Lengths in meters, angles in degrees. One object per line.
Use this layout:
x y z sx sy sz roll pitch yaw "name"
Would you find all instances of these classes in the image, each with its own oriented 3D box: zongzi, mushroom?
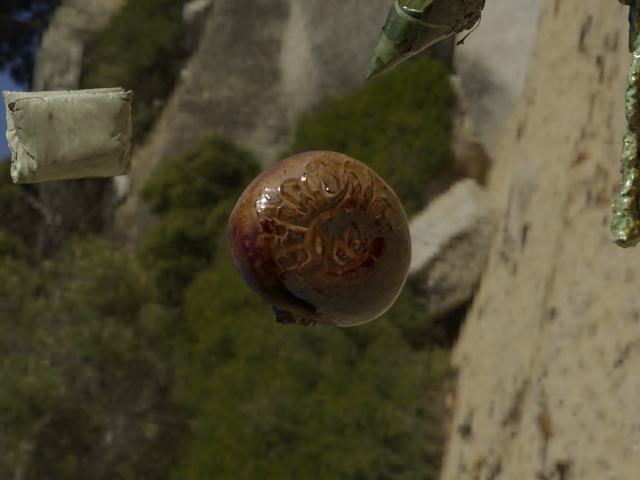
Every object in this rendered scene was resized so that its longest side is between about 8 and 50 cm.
0.099 -0.197 1.458 0.109 0.055 0.119 4 -59 -55 "zongzi"
0.003 0.008 2.299 0.163 0.297 0.278 36 109 66 "mushroom"

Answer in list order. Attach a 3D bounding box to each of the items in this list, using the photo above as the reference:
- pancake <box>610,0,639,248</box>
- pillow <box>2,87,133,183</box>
0.445 -0.163 1.836 0.305 0.067 0.427 -10 -79 -43 "pancake"
-0.356 -0.153 2.215 0.078 0.181 0.134 -153 59 -73 "pillow"
